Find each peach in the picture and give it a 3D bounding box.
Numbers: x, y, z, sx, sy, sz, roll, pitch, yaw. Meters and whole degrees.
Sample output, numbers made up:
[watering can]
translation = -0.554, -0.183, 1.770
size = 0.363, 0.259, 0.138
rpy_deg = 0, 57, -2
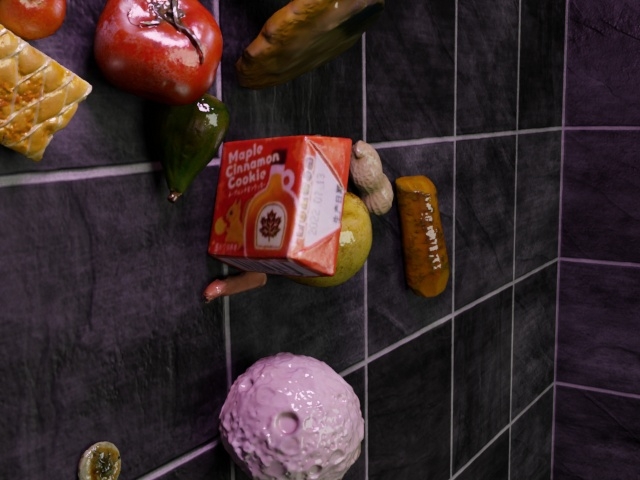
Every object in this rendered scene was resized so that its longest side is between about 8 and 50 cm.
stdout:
[peach]
translation = -0.365, -0.298, 0.999
size = 0.101, 0.101, 0.100
rpy_deg = -12, 104, -56

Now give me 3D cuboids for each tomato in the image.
[tomato]
translation = -0.226, -0.280, 1.160
size = 0.187, 0.187, 0.151
rpy_deg = -61, 179, -32

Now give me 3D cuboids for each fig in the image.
[fig]
translation = -0.210, -0.147, 1.266
size = 0.117, 0.117, 0.177
rpy_deg = -9, 118, -57

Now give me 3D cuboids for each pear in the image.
[pear]
translation = 0.000, 0.000, 1.530
size = 0.197, 0.197, 0.197
rpy_deg = -12, 104, -56

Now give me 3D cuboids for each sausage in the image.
[sausage]
translation = -0.149, 0.078, 1.446
size = 0.158, 0.036, 0.042
rpy_deg = -17, 118, -55

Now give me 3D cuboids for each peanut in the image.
[peanut]
translation = 0.108, -0.136, 1.784
size = 0.082, 0.082, 0.187
rpy_deg = -60, 139, -33

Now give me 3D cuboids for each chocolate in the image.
[chocolate]
translation = -0.075, -0.063, 1.367
size = 0.108, 0.237, 0.234
rpy_deg = 14, 82, -44

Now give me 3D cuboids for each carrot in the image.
[carrot]
translation = 0.250, -0.008, 1.995
size = 0.114, 0.114, 0.301
rpy_deg = -36, 123, -50

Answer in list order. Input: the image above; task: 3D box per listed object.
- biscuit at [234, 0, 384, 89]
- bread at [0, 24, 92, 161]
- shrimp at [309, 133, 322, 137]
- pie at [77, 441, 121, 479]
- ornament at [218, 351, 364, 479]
[biscuit]
translation = 0.008, -0.367, 1.409
size = 0.078, 0.329, 0.335
rpy_deg = 56, 30, 2
[bread]
translation = -0.382, -0.188, 0.979
size = 0.125, 0.068, 0.188
rpy_deg = -54, 145, 1
[shrimp]
translation = 0.029, -0.099, 1.689
size = 0.296, 0.058, 0.169
rpy_deg = 47, 53, -45
[pie]
translation = -0.328, 0.339, 1.216
size = 0.084, 0.021, 0.084
rpy_deg = -14, 107, -56
[ornament]
translation = -0.044, 0.320, 1.436
size = 0.225, 0.259, 0.259
rpy_deg = -49, 140, -4
